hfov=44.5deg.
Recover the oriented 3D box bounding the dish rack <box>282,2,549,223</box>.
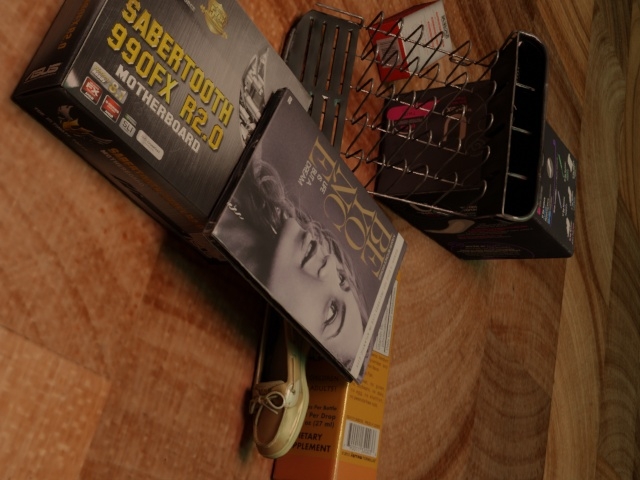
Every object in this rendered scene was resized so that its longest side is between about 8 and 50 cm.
[{"bbox_3d":[0.091,-0.134,0.790,0.272,0.074,0.208,13,73,-14],"label":"dish rack"}]

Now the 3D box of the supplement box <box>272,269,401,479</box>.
[{"bbox_3d":[0.020,0.127,0.776,0.080,0.078,0.233,33,59,-46],"label":"supplement box"}]

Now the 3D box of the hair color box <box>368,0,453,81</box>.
[{"bbox_3d":[0.117,-0.253,0.987,0.141,0.043,0.072,-39,119,-50],"label":"hair color box"}]

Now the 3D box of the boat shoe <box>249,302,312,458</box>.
[{"bbox_3d":[-0.040,0.119,0.711,0.048,0.056,0.153,35,56,-38],"label":"boat shoe"}]

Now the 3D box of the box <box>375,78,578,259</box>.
[{"bbox_3d":[0.210,-0.079,1.000,0.270,0.165,0.143,29,64,-52],"label":"box"}]

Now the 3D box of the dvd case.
[{"bbox_3d":[0.000,0.000,0.691,0.221,0.018,0.164,50,48,-35],"label":"dvd case"}]

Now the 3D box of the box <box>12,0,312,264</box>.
[{"bbox_3d":[-0.107,-0.114,0.627,0.231,0.056,0.183,47,50,-44],"label":"box"}]
